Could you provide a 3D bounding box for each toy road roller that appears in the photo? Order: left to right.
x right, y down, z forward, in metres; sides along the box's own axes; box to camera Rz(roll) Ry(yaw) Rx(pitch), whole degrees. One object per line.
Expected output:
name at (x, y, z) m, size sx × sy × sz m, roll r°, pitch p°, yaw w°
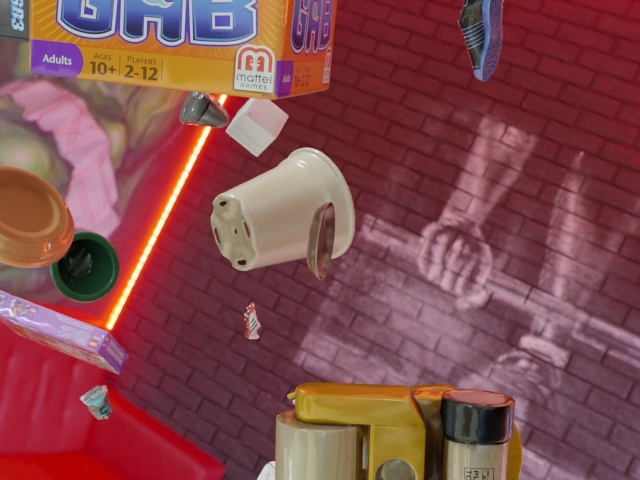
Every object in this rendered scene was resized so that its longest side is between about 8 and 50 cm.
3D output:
toy road roller at (0.107, 0.290, 1.171) m, size 0.330 × 0.202 × 0.240 m, roll 2°, pitch 3°, yaw 1°

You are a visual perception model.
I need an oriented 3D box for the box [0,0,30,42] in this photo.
box at (-0.677, -0.591, 1.883) m, size 0.293 × 0.295 × 0.073 m, roll 9°, pitch 23°, yaw 0°

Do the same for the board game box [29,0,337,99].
board game box at (-0.177, -0.410, 1.270) m, size 0.357 × 0.356 × 0.356 m, roll 8°, pitch 14°, yaw 10°

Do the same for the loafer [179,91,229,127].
loafer at (-0.267, -0.294, 1.975) m, size 0.084 × 0.096 × 0.267 m, roll 28°, pitch 6°, yaw -18°

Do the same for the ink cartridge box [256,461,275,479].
ink cartridge box at (-0.067, 0.633, 2.151) m, size 0.218 × 0.158 × 0.092 m, roll 10°, pitch 24°, yaw -46°

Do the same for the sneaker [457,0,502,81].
sneaker at (0.366, -0.485, 1.997) m, size 0.090 × 0.081 × 0.232 m, roll 28°, pitch -43°, yaw 33°

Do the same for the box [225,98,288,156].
box at (-0.151, -0.280, 2.056) m, size 0.102 × 0.101 × 0.087 m, roll 38°, pitch -46°, yaw -13°

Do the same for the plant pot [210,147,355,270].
plant pot at (-0.125, -0.065, 2.408) m, size 0.305 × 0.333 × 0.334 m, roll -20°, pitch 29°, yaw -34°

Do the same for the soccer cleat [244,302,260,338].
soccer cleat at (-0.149, 0.179, 1.903) m, size 0.036 × 0.083 × 0.029 m, roll 14°, pitch -30°, yaw -24°

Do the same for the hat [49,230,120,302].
hat at (-0.635, 0.051, 2.212) m, size 0.183 × 0.173 × 0.208 m, roll 5°, pitch -58°, yaw 59°

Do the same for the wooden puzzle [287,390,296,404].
wooden puzzle at (-0.033, 0.456, 2.447) m, size 0.079 × 0.014 × 0.116 m, roll -26°, pitch 36°, yaw -35°

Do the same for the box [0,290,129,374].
box at (-0.621, 0.222, 2.057) m, size 0.293 × 0.057 × 0.201 m, roll 19°, pitch -21°, yaw 10°

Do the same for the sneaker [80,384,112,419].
sneaker at (-0.510, 0.381, 1.997) m, size 0.076 × 0.065 × 0.166 m, roll 57°, pitch -18°, yaw -5°

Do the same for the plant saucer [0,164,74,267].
plant saucer at (-0.481, -0.047, 1.362) m, size 0.200 × 0.037 × 0.200 m, roll 27°, pitch 38°, yaw -24°

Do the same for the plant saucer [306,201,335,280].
plant saucer at (0.000, 0.000, 1.823) m, size 0.029 × 0.168 × 0.168 m, roll 6°, pitch -5°, yaw 12°
